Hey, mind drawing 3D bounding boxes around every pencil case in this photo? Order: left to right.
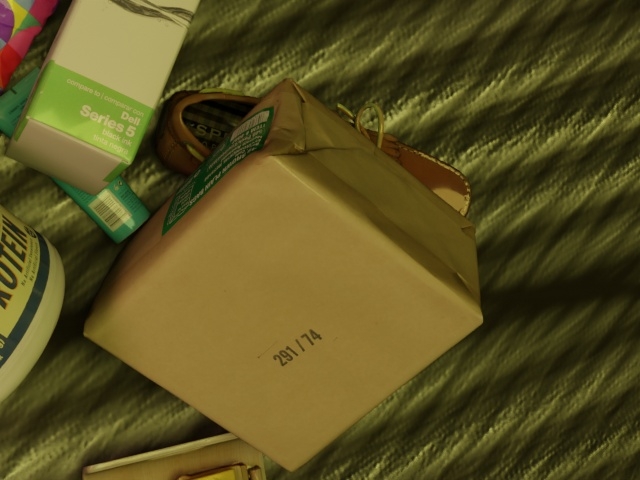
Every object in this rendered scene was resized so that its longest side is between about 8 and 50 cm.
[{"bbox_3d":[-0.370,-0.187,1.312,0.104,0.104,0.236,33,78,-21],"label":"pencil case"}]

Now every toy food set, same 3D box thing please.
[{"bbox_3d":[-0.140,0.379,1.452,0.220,0.092,0.306,-11,98,-22],"label":"toy food set"}]

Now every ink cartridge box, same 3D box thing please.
[{"bbox_3d":[-0.214,-0.203,1.302,0.115,0.198,0.272,25,75,-15],"label":"ink cartridge box"}]

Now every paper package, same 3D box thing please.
[{"bbox_3d":[-0.036,0.048,1.352,0.309,0.168,0.325,36,121,-20],"label":"paper package"}]

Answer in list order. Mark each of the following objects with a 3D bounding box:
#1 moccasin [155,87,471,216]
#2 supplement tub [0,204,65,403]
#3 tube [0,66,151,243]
[{"bbox_3d":[0.004,-0.092,1.435,0.380,0.147,0.139,22,81,-17],"label":"moccasin"},{"bbox_3d":[-0.433,0.015,1.192,0.325,0.235,0.235,42,77,-36],"label":"supplement tub"},{"bbox_3d":[-0.275,-0.089,1.392,0.080,0.052,0.207,-45,103,-22],"label":"tube"}]
